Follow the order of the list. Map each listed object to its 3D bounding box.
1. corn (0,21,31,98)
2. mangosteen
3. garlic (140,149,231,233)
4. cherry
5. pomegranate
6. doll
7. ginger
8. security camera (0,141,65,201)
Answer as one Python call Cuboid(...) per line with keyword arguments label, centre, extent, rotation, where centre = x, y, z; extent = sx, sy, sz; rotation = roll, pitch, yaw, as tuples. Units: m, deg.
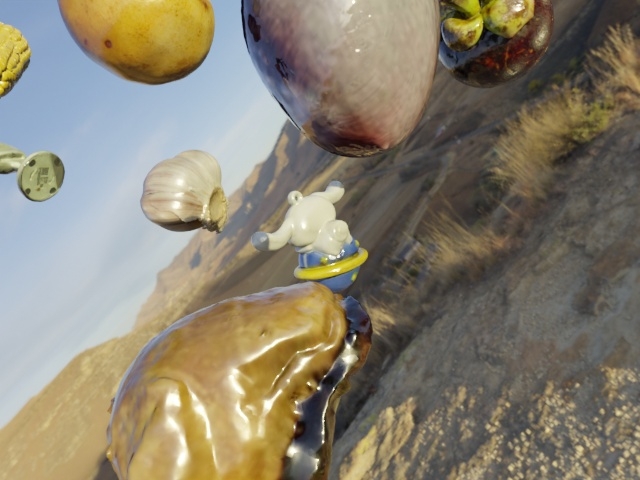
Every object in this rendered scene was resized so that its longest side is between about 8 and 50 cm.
Cuboid(label="corn", centre=(-0.427, -0.236, 0.701), extent=(0.080, 0.080, 0.238), rotation=(-49, 32, 8))
Cuboid(label="mangosteen", centre=(0.265, -0.352, 0.877), extent=(0.217, 0.192, 0.192), rotation=(4, -38, -44))
Cuboid(label="garlic", centre=(-0.300, -0.087, 1.244), extent=(0.207, 0.207, 0.257), rotation=(-52, 4, -18))
Cuboid(label="cherry", centre=(0.022, -0.200, 0.513), extent=(0.184, 0.213, 0.266), rotation=(-26, 62, 25))
Cuboid(label="pomegranate", centre=(-0.482, -0.633, 1.464), extent=(0.416, 0.417, 0.416), rotation=(-48, 8, 9))
Cuboid(label="doll", centre=(-0.008, 0.011, 1.210), extent=(0.160, 0.242, 0.311), rotation=(12, 22, 41))
Cuboid(label="ginger", centre=(-0.092, 0.155, 0.557), extent=(0.200, 0.223, 0.269), rotation=(138, 148, -69))
Cuboid(label="security camera", centre=(-0.324, -0.079, 0.567), extent=(0.058, 0.092, 0.058), rotation=(-53, -25, -39))
